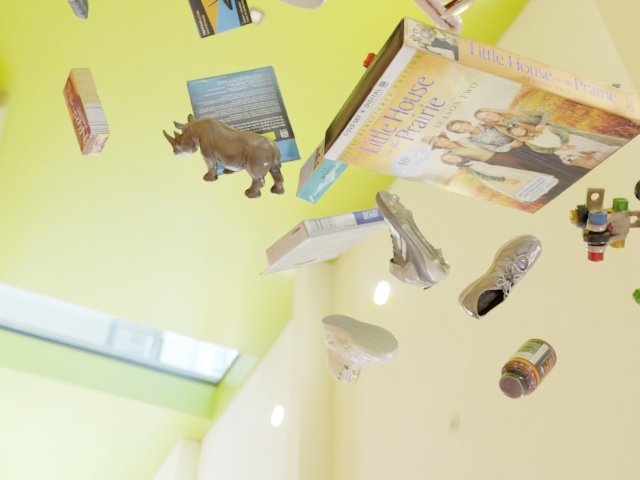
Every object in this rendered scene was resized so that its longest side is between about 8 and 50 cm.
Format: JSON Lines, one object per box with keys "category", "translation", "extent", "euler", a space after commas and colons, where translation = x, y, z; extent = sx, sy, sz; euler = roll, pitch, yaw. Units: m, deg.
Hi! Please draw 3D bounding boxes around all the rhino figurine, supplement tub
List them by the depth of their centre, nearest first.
{"category": "rhino figurine", "translation": [-0.170, -0.155, 1.276], "extent": [0.073, 0.243, 0.106], "euler": [-44, 148, -48]}
{"category": "supplement tub", "translation": [0.556, 0.351, 2.023], "extent": [0.198, 0.106, 0.106], "euler": [-30, 163, -45]}

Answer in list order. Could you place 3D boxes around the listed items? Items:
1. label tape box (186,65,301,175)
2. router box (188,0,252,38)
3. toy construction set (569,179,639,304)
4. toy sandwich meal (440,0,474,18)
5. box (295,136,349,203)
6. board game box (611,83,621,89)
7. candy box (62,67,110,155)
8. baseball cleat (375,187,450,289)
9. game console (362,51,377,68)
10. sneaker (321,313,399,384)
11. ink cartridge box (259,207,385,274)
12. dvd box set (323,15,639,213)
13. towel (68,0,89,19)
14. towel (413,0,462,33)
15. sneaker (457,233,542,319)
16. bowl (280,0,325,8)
{"category": "label tape box", "translation": [-0.202, -0.288, 1.963], "extent": [0.106, 0.240, 0.334], "euler": [91, -15, -59]}
{"category": "router box", "translation": [-0.249, -0.583, 1.763], "extent": [0.046, 0.133, 0.179], "euler": [-120, -168, -63]}
{"category": "toy construction set", "translation": [0.723, -0.010, 1.742], "extent": [0.257, 0.309, 0.237], "euler": [-26, -166, 6]}
{"category": "toy sandwich meal", "translation": [0.266, -0.465, 1.466], "extent": [0.085, 0.029, 0.085], "euler": [-29, -178, 1]}
{"category": "box", "translation": [0.022, -0.200, 1.866], "extent": [0.244, 0.060, 0.100], "euler": [-46, -151, 48]}
{"category": "board game box", "translation": [0.597, -0.269, 1.529], "extent": [0.090, 0.020, 0.090], "euler": [-38, 131, -59]}
{"category": "candy box", "translation": [-0.577, -0.316, 1.843], "extent": [0.109, 0.053, 0.187], "euler": [-39, -114, 52]}
{"category": "baseball cleat", "translation": [0.149, 0.006, 1.400], "extent": [0.109, 0.206, 0.072], "euler": [-38, 180, 31]}
{"category": "game console", "translation": [0.326, -0.471, 2.537], "extent": [0.060, 0.342, 0.386], "euler": [-49, -129, 8]}
{"category": "sneaker", "translation": [0.111, 0.315, 2.016], "extent": [0.292, 0.108, 0.169], "euler": [19, -63, 55]}
{"category": "ink cartridge box", "translation": [0.000, 0.000, 2.382], "extent": [0.330, 0.324, 0.071], "euler": [-33, -107, 51]}
{"category": "dvd box set", "translation": [0.252, -0.179, 1.201], "extent": [0.307, 0.420, 0.062], "euler": [132, -33, -56]}
{"category": "towel", "translation": [-0.436, -0.554, 1.132], "extent": [0.370, 0.040, 0.271], "euler": [80, 1, -68]}
{"category": "towel", "translation": [0.224, -0.613, 1.794], "extent": [0.053, 0.317, 0.332], "euler": [-44, -175, 21]}
{"category": "sneaker", "translation": [0.493, 0.107, 1.986], "extent": [0.281, 0.105, 0.115], "euler": [-51, -162, 12]}
{"category": "bowl", "translation": [-0.092, -0.583, 1.427], "extent": [0.134, 0.298, 0.298], "euler": [-61, -163, -1]}
